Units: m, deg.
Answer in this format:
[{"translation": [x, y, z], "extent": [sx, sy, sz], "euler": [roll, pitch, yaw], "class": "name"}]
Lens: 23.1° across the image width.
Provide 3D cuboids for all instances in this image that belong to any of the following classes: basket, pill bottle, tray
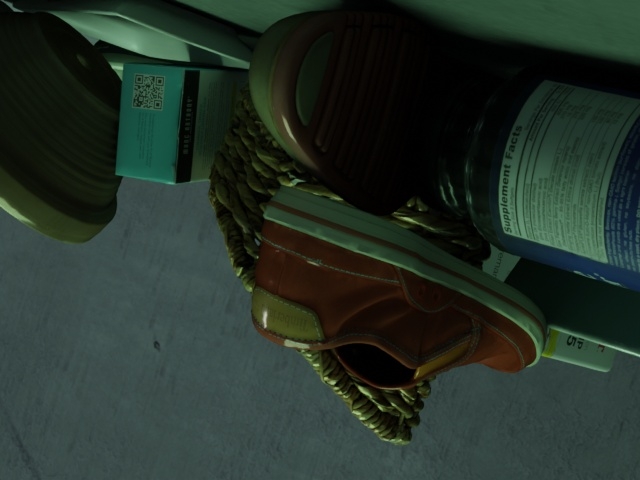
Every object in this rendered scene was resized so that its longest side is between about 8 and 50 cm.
[{"translation": [0.000, 0.000, 1.323], "extent": [0.213, 0.223, 0.299], "euler": [16, -160, -11], "class": "basket"}, {"translation": [0.166, -0.040, 0.948], "extent": [0.219, 0.123, 0.123], "euler": [18, 180, 39], "class": "pill bottle"}, {"translation": [-0.164, -0.193, 1.389], "extent": [0.145, 0.030, 0.270], "euler": [17, 180, -30], "class": "tray"}]

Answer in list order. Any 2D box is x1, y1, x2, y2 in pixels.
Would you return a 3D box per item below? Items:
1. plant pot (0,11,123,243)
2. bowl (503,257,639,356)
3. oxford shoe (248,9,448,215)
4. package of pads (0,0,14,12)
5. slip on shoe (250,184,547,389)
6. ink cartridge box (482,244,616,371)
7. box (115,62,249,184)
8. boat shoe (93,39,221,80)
[{"translation": [-0.243, -0.120, 1.369], "extent": [0.237, 0.110, 0.237], "euler": [46, -165, -16], "class": "plant pot"}, {"translation": [0.304, 0.025, 1.242], "extent": [0.311, 0.163, 0.311], "euler": [17, 180, 0], "class": "bowl"}, {"translation": [0.016, -0.088, 1.053], "extent": [0.130, 0.123, 0.348], "euler": [20, -179, 23], "class": "oxford shoe"}, {"translation": [-0.353, -0.165, 1.612], "extent": [0.296, 0.101, 0.229], "euler": [49, -164, 27], "class": "package of pads"}, {"translation": [0.054, 0.050, 1.059], "extent": [0.123, 0.101, 0.331], "euler": [20, 178, 31], "class": "slip on shoe"}, {"translation": [0.185, 0.005, 1.671], "extent": [0.270, 0.198, 0.197], "euler": [16, 180, -41], "class": "ink cartridge box"}, {"translation": [-0.101, -0.109, 1.435], "extent": [0.060, 0.100, 0.244], "euler": [8, -172, 21], "class": "box"}, {"translation": [-0.091, -0.149, 1.623], "extent": [0.319, 0.116, 0.099], "euler": [13, -143, -6], "class": "boat shoe"}]
